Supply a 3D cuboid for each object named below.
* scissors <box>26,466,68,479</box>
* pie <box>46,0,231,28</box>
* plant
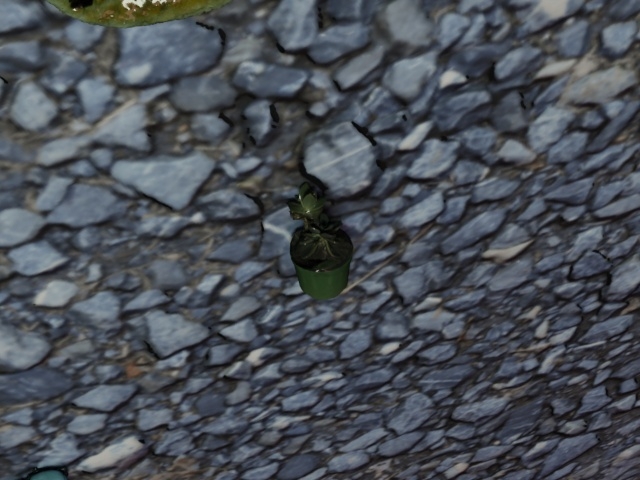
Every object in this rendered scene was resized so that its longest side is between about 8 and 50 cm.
[{"bbox_3d":[-0.412,0.306,1.058,0.393,0.032,0.180,-24,146,2],"label":"scissors"},{"bbox_3d":[-0.083,-0.188,0.570,0.186,0.041,0.187,-15,145,-11],"label":"pie"},{"bbox_3d":[0.000,0.000,0.864,0.051,0.051,0.102,-17,140,-9],"label":"plant"}]
